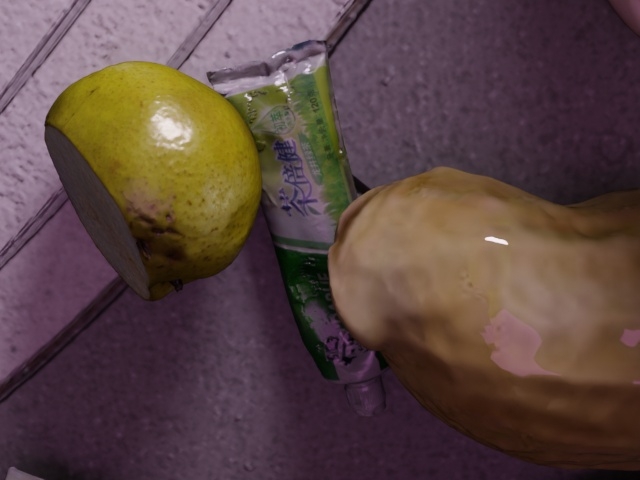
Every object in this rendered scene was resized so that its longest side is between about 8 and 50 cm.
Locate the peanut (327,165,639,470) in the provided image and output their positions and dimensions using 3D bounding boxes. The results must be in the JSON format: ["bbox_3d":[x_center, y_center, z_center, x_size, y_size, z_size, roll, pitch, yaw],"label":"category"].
[{"bbox_3d":[0.173,0.056,0.682,0.339,0.158,0.174,0,114,-8],"label":"peanut"}]

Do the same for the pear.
[{"bbox_3d":[-0.090,-0.040,0.671,0.104,0.141,0.141,-28,110,-19],"label":"pear"}]

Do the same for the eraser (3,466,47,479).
[{"bbox_3d":[-0.082,0.282,0.794,0.343,0.078,0.144,23,118,-8],"label":"eraser"}]

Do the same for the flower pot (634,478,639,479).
[{"bbox_3d":[0.265,0.300,0.745,0.301,0.213,0.302,0,110,-1],"label":"flower pot"}]

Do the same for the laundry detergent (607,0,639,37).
[{"bbox_3d":[0.201,-0.142,0.523,0.087,0.335,0.159,-8,110,2],"label":"laundry detergent"}]

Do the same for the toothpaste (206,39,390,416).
[{"bbox_3d":[0.000,0.000,0.725,0.078,0.047,0.248,-15,107,3],"label":"toothpaste"}]
